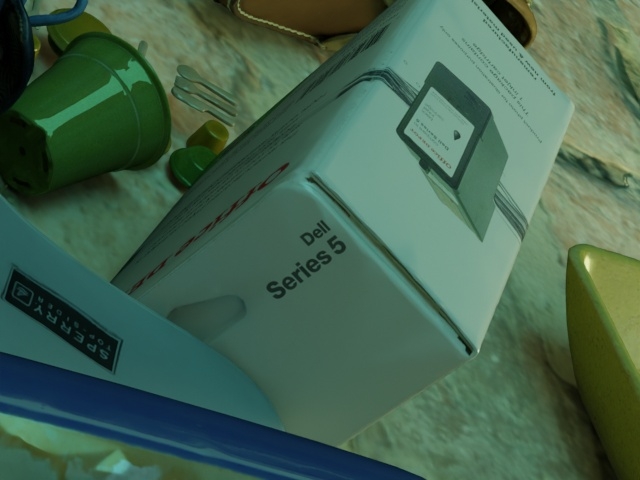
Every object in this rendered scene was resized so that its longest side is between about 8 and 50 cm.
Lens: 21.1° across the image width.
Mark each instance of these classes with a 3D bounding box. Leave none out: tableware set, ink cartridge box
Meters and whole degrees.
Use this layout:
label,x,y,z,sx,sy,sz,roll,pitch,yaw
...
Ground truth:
label,x,y,z,sx,sy,sz,roll,pitch,yaw
tableware set,-0.120,-0.086,1.035,0.154,0.024,0.104,29,36,-17
ink cartridge box,0.000,0.000,0.864,0.115,0.198,0.273,47,31,-9

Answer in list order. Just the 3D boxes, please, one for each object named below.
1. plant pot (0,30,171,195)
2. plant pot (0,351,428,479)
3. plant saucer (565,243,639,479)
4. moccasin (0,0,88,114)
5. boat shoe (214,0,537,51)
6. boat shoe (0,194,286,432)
label,x,y,z,sx,sy,sz,roll,pitch,yaw
plant pot,-0.138,-0.062,0.940,0.083,0.083,0.079,44,43,9
plant pot,-0.098,0.150,0.489,0.236,0.212,0.236,19,67,-26
plant saucer,0.307,0.176,1.077,0.333,0.081,0.332,16,38,-33
moccasin,-0.206,-0.096,0.874,0.117,0.138,0.342,36,39,-19
boat shoe,0.057,-0.183,1.248,0.324,0.122,0.120,-9,58,-49
boat shoe,-0.157,0.037,0.706,0.306,0.105,0.113,35,34,-22
